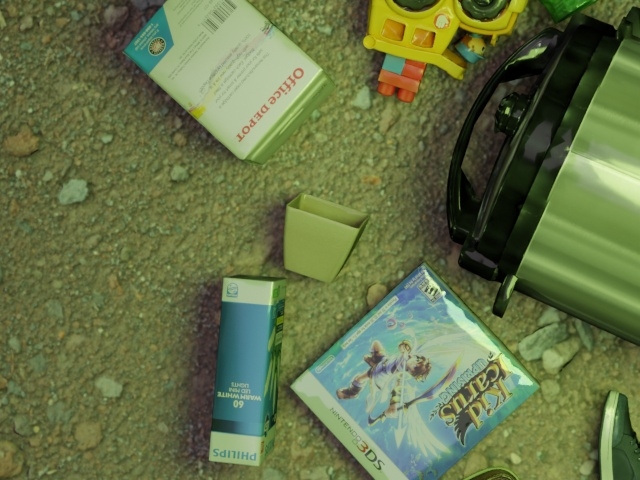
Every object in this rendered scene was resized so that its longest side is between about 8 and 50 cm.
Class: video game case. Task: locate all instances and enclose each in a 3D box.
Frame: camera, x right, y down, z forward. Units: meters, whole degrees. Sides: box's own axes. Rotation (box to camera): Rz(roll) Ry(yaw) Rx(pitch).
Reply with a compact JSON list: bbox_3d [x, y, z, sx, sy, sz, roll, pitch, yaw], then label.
[{"bbox_3d":[0.136,0.209,1.730,0.269,0.061,0.244,-43,86,5],"label":"video game case"}]

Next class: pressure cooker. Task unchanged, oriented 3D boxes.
[{"bbox_3d":[0.381,-0.078,1.532,0.421,0.370,0.375,24,129,9],"label":"pressure cooker"}]

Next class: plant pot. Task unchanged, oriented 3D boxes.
[{"bbox_3d":[0.000,0.000,1.730,0.109,0.109,0.096,18,106,7],"label":"plant pot"}]

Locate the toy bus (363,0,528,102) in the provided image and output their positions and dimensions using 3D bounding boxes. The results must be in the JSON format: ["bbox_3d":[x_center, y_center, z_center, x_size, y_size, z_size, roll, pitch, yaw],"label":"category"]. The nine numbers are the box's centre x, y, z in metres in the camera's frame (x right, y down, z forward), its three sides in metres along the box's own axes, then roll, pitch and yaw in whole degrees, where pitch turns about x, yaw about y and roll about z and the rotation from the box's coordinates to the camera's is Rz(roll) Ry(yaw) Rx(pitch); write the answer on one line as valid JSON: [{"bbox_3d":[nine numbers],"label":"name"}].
[{"bbox_3d":[0.166,-0.295,1.691,0.220,0.149,0.211,15,105,5],"label":"toy bus"}]

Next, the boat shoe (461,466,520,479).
[{"bbox_3d":[0.185,0.425,1.706,0.257,0.095,0.095,-43,85,6],"label":"boat shoe"}]

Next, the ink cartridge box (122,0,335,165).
[{"bbox_3d":[-0.123,-0.245,1.707,0.233,0.168,0.171,44,96,5],"label":"ink cartridge box"}]

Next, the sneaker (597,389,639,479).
[{"bbox_3d":[0.469,0.319,1.666,0.164,0.086,0.226,0,100,18],"label":"sneaker"}]

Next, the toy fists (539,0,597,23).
[{"bbox_3d":[0.393,-0.419,1.614,0.279,0.096,0.142,-31,88,0],"label":"toy fists"}]

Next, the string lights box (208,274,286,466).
[{"bbox_3d":[-0.104,0.182,1.724,0.077,0.133,0.259,4,91,7],"label":"string lights box"}]
